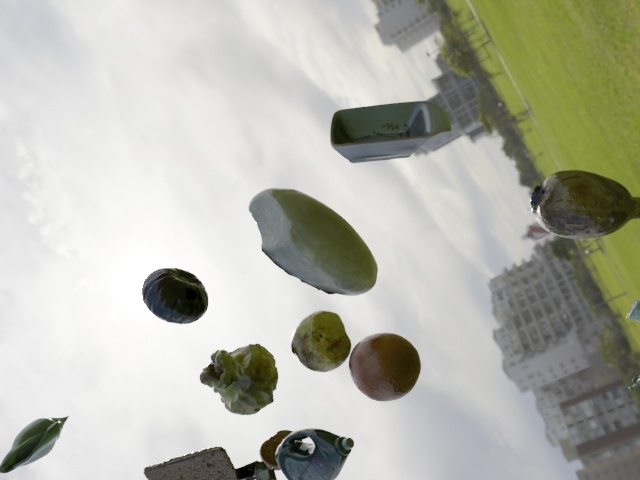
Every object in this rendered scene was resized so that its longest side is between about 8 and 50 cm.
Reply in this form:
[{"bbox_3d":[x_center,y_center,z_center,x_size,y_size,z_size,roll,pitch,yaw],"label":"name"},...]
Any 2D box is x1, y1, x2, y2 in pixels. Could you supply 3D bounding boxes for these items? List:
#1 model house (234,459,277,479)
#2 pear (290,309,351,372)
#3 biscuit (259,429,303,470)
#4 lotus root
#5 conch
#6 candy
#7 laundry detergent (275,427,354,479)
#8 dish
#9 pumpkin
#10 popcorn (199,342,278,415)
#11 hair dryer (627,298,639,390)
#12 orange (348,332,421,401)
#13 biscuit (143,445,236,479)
[{"bbox_3d":[-0.136,0.507,1.404,0.058,0.083,0.057,53,-165,-59],"label":"model house"},{"bbox_3d":[-0.003,0.322,2.054,0.197,0.197,0.197,51,-159,-29],"label":"pear"},{"bbox_3d":[-0.134,0.777,2.376,0.170,0.170,0.050,-89,-5,-56],"label":"biscuit"},{"bbox_3d":[0.514,-0.068,1.250,0.138,0.214,0.139,2,-90,-73],"label":"lotus root"},{"bbox_3d":[-0.508,0.365,1.187,0.180,0.088,0.065,-51,-51,-69],"label":"conch"},{"bbox_3d":[0.000,0.000,1.870,0.427,0.186,0.386,33,-166,-29],"label":"candy"},{"bbox_3d":[-0.007,0.468,1.423,0.137,0.211,0.063,52,-141,6],"label":"laundry detergent"},{"bbox_3d":[0.139,-0.209,1.283,0.154,0.234,0.064,-83,-15,-52],"label":"dish"},{"bbox_3d":[-0.415,0.160,1.856,0.202,0.140,0.202,28,-168,-6],"label":"pumpkin"},{"bbox_3d":[-0.279,0.480,2.303,0.276,0.276,0.225,59,172,-7],"label":"popcorn"},{"bbox_3d":[0.906,0.308,1.798,0.206,0.237,0.075,30,-166,7],"label":"hair dryer"},{"bbox_3d":[0.176,0.351,1.816,0.206,0.206,0.206,51,-159,-29],"label":"orange"},{"bbox_3d":[-0.339,0.613,1.716,0.025,0.230,0.131,-99,-9,-61],"label":"biscuit"}]
